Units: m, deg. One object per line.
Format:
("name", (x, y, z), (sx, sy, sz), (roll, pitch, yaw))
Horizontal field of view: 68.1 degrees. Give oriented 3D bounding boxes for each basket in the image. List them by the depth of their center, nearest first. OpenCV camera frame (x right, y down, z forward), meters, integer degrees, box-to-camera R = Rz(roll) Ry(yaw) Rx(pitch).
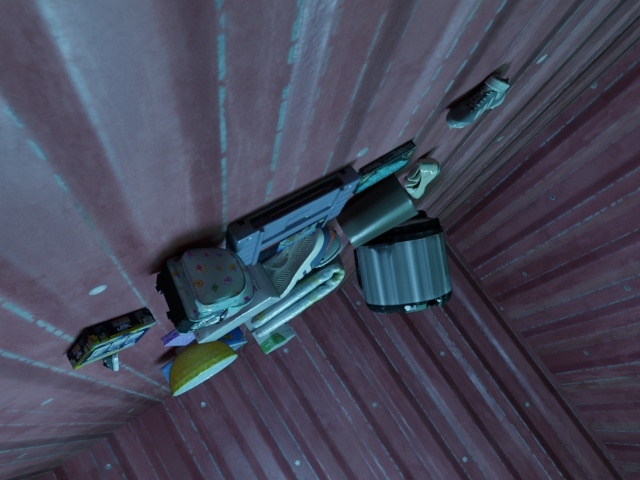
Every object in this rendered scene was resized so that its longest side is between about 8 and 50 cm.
("basket", (0.174, -0.089, 1.505), (0.227, 0.154, 0.204), (-33, 168, 9))

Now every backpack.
("backpack", (-0.241, 0.097, 1.049), (0.188, 0.166, 0.144), (-8, 153, -49))

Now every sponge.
("sponge", (-0.476, 0.333, 1.695), (0.117, 0.031, 0.210), (-34, 168, -3))

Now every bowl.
("bowl", (-0.497, 0.478, 1.910), (0.289, 0.156, 0.289), (-32, 168, -8))

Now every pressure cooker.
("pressure cooker", (0.333, 0.057, 1.933), (0.375, 0.420, 0.370), (-10, -176, -12))

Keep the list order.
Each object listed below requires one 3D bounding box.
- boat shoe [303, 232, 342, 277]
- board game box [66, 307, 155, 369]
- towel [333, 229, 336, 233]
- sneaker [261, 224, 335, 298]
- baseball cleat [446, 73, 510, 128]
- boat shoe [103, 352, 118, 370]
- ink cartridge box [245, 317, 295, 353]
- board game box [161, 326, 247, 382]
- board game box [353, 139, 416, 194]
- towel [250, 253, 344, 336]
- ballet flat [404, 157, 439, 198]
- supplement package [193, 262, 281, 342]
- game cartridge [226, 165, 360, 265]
("boat shoe", (-0.062, 0.063, 1.578), (0.302, 0.114, 0.091), (-24, 169, 9))
("board game box", (-0.519, 0.242, 1.179), (0.141, 0.048, 0.170), (-40, 168, 33))
("towel", (0.000, 0.000, 1.666), (0.119, 0.029, 0.067), (-27, 166, -30))
("sneaker", (-0.079, 0.076, 1.480), (0.350, 0.131, 0.148), (-44, 163, 29))
("baseball cleat", (0.414, -0.375, 1.246), (0.206, 0.072, 0.109), (-34, 155, -22))
("boat shoe", (-0.609, 0.347, 1.371), (0.040, 0.049, 0.142), (-6, 155, -26))
("ink cartridge box", (-0.232, 0.373, 2.089), (0.087, 0.208, 0.153), (-45, 166, 29))
("board game box", (-0.528, 0.527, 2.197), (0.302, 0.086, 0.308), (-35, 168, 4))
("board game box", (0.176, -0.203, 1.339), (0.186, 0.026, 0.126), (-31, 168, -15))
("towel", (-0.081, 0.170, 1.696), (0.374, 0.090, 0.320), (-35, -166, 5))
("ballet flat", (0.332, -0.213, 1.640), (0.086, 0.086, 0.248), (-31, 166, -17))
("supplement package", (-0.261, 0.176, 1.383), (0.244, 0.134, 0.139), (-33, 169, 2))
("game cartridge", (-0.075, -0.048, 1.211), (0.355, 0.068, 0.230), (-29, 163, -23))
